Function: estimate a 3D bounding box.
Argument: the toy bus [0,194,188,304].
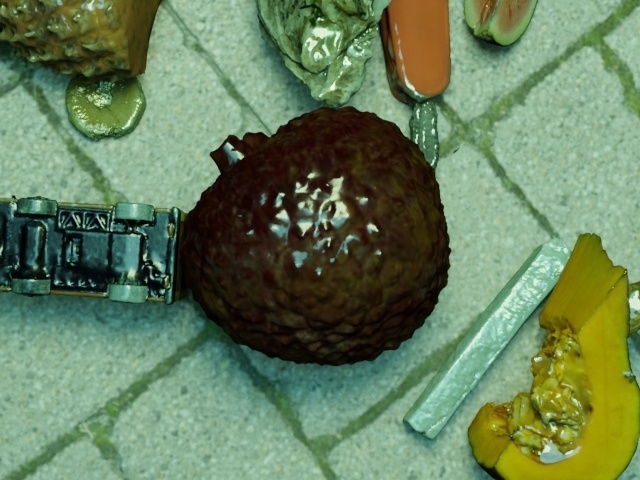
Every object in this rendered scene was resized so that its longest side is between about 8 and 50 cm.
[{"bbox_3d":[-0.231,0.008,1.178,0.201,0.114,0.098,4,89,4],"label":"toy bus"}]

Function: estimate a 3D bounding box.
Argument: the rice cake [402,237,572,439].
[{"bbox_3d":[0.170,0.096,1.219,0.042,0.045,0.245,40,81,4],"label":"rice cake"}]

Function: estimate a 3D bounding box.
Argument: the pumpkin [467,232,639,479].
[{"bbox_3d":[0.253,0.131,1.162,0.126,0.131,0.248,29,96,-7],"label":"pumpkin"}]

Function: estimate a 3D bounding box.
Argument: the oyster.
[{"bbox_3d":[0.017,-0.272,1.219,0.112,0.198,0.267,23,92,-36],"label":"oyster"}]

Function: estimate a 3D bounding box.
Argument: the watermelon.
[{"bbox_3d":[0.185,-0.273,1.275,0.069,0.087,0.163,11,77,31],"label":"watermelon"}]

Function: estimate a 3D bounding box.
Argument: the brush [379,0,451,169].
[{"bbox_3d":[0.096,-0.223,1.273,0.070,0.051,0.323,0,77,-9],"label":"brush"}]

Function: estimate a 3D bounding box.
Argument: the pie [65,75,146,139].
[{"bbox_3d":[-0.222,-0.144,1.260,0.084,0.020,0.084,1,79,-4],"label":"pie"}]

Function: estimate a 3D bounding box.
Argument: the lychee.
[{"bbox_3d":[0.000,0.000,1.130,0.261,0.260,0.260,0,80,-2],"label":"lychee"}]

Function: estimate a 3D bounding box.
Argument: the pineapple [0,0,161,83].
[{"bbox_3d":[-0.305,-0.240,1.215,0.279,0.158,0.157,6,80,7],"label":"pineapple"}]
